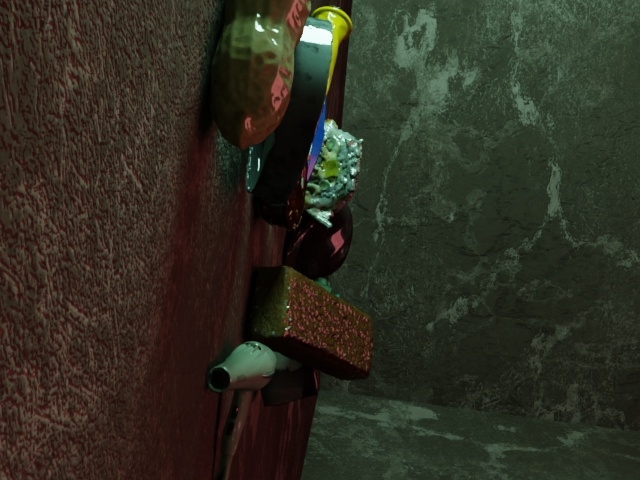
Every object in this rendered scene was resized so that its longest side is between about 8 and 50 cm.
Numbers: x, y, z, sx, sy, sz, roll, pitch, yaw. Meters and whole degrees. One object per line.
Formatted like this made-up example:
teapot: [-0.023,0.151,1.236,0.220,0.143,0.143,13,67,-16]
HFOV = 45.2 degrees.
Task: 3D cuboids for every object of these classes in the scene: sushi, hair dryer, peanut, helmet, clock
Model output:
sushi: [-0.094,0.250,1.844,0.109,0.134,0.273,161,-79,-80]
hair dryer: [-0.159,0.297,1.339,0.229,0.092,0.267,62,44,-69]
peanut: [-0.085,-0.268,1.070,0.136,0.120,0.299,69,30,-70]
helmet: [0.000,0.000,2.172,0.225,0.177,0.306,94,4,-51]
clock: [-0.056,-0.214,1.254,0.312,0.061,0.313,-167,-90,-76]
sushi: [0.012,-0.175,1.984,0.139,0.184,0.274,-47,145,-80]

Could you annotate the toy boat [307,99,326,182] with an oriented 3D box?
toy boat: [-0.039,-0.226,1.770,0.129,0.088,0.295,113,-16,-51]

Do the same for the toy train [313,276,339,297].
toy train: [-0.053,0.244,2.073,0.298,0.120,0.194,-65,-176,-38]

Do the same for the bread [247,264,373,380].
bread: [-0.010,0.196,1.725,0.416,0.113,0.165,36,56,-52]

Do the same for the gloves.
gloves: [-0.011,-0.461,1.989,0.133,0.116,0.295,48,51,-46]

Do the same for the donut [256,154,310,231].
donut: [-0.074,-0.136,1.564,0.235,0.089,0.235,6,90,-85]
